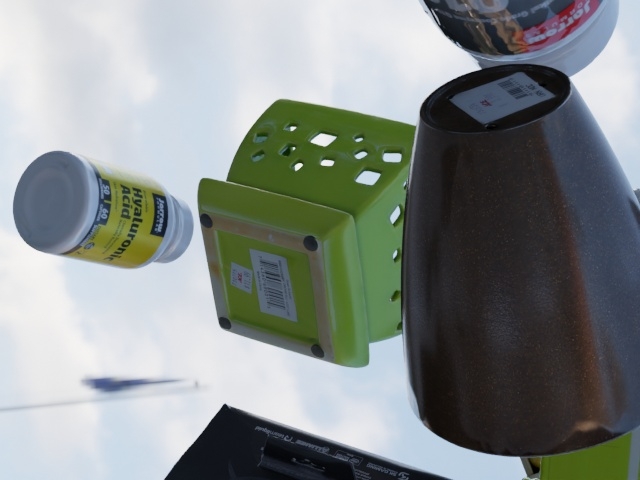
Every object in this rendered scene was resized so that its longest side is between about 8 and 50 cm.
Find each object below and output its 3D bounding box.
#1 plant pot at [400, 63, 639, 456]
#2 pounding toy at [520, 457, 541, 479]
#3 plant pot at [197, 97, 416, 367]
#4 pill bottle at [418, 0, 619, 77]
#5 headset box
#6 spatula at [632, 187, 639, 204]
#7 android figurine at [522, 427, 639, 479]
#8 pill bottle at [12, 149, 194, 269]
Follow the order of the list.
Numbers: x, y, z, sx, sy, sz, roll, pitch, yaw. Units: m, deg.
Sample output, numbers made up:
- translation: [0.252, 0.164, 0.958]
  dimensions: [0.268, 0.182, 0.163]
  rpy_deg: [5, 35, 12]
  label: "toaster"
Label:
- translation: [0.146, -0.002, 1.050]
  dimensions: [0.215, 0.215, 0.230]
  rpy_deg: [34, -36, 54]
  label: "plant pot"
- translation: [0.376, 0.267, 1.837]
  dimensions: [0.154, 0.269, 0.155]
  rpy_deg: [119, -47, -75]
  label: "pounding toy"
- translation: [0.000, 0.000, 1.592]
  dimensions: [0.227, 0.207, 0.228]
  rpy_deg: [15, -52, 30]
  label: "plant pot"
- translation: [0.135, -0.235, 1.094]
  dimensions: [0.161, 0.283, 0.161]
  rpy_deg: [-8, -113, 19]
  label: "pill bottle"
- translation: [-0.001, 0.275, 1.175]
  dimensions: [0.218, 0.110, 0.293]
  rpy_deg: [15, -47, 24]
  label: "headset box"
- translation: [0.280, -0.033, 1.238]
  dimensions: [0.296, 0.030, 0.084]
  rpy_deg: [-1, -129, 51]
  label: "spatula"
- translation: [0.304, 0.199, 1.235]
  dimensions: [0.273, 0.056, 0.248]
  rpy_deg: [3, -88, 18]
  label: "android figurine"
- translation: [-0.134, -0.016, 0.925]
  dimensions: [0.065, 0.116, 0.065]
  rpy_deg: [-5, -101, 31]
  label: "pill bottle"
